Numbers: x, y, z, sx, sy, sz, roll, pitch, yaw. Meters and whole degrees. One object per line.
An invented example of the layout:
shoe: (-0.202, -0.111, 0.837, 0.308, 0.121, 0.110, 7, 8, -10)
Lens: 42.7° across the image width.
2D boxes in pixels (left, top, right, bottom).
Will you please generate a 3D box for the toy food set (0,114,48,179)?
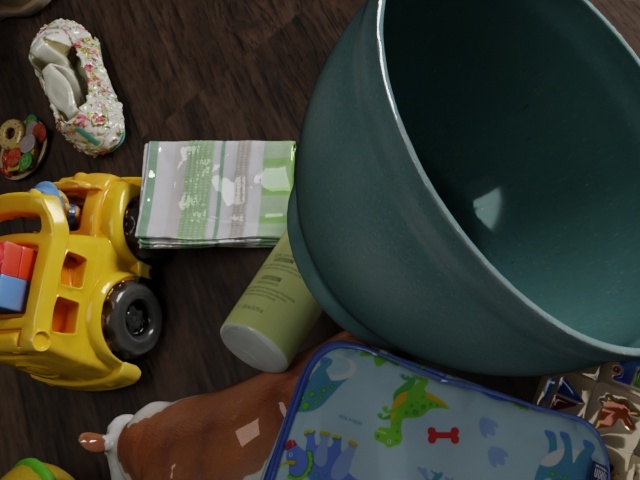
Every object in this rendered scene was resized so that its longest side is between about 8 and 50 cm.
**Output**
toy food set: (-0.366, -0.114, 1.003, 0.082, 0.020, 0.083, -7, 69, 28)

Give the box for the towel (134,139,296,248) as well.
towel: (-0.101, -0.047, 0.792, 0.152, 0.023, 0.113, -1, 73, 6)

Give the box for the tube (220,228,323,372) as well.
tube: (0.000, 0.000, 0.693, 0.070, 0.062, 0.240, 34, 57, -1)

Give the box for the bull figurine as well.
bull figurine: (-0.065, 0.190, 0.674, 0.310, 0.101, 0.188, -29, 64, 19)

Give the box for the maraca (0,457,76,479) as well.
maraca: (-0.271, 0.286, 0.766, 0.127, 0.099, 0.186, 47, 125, 35)

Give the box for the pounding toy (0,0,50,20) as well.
pounding toy: (-0.435, -0.384, 1.057, 0.154, 0.155, 0.269, -19, 64, 29)

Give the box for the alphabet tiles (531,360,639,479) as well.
alphabet tiles: (0.251, 0.119, 0.570, 0.198, 0.009, 0.237, 18, 82, 34)

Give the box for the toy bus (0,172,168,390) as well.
toy bus: (-0.266, 0.019, 0.786, 0.149, 0.211, 0.220, -5, 69, 30)

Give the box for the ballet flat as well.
ballet flat: (-0.296, -0.196, 0.958, 0.091, 0.077, 0.241, -43, 57, 11)

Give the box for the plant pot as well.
plant pot: (0.098, -0.031, 0.574, 0.196, 0.293, 0.293, -36, 54, 47)

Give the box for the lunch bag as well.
lunch bag: (0.070, 0.178, 0.536, 0.219, 0.090, 0.176, 20, 67, 7)
